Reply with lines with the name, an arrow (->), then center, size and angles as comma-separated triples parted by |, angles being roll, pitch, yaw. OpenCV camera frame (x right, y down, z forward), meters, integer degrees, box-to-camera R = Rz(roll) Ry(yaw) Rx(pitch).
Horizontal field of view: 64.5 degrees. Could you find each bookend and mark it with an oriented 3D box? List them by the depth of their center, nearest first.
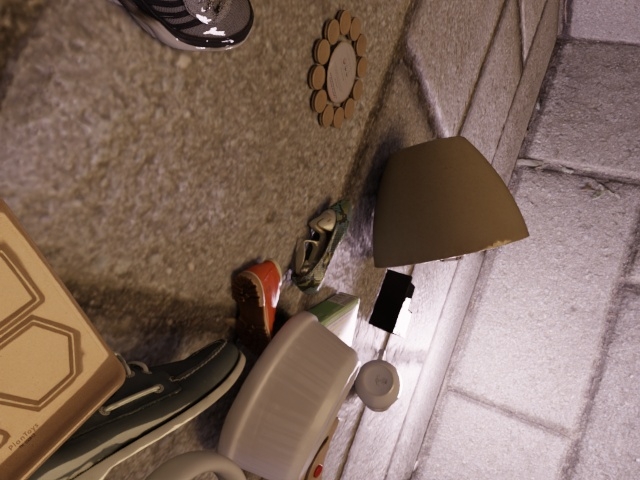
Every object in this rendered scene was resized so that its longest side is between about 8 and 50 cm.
bookend -> 0.209, 0.177, 1.397 | 0.156, 0.072, 0.157 | 37, 72, -64

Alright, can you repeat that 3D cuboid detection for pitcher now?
pitcher -> 0.160, 0.372, 1.393 | 0.207, 0.126, 0.177 | 72, 21, -66

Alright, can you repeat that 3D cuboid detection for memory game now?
memory game -> 0.032, -0.275, 0.832 | 0.186, 0.012, 0.186 | -43, 142, -46

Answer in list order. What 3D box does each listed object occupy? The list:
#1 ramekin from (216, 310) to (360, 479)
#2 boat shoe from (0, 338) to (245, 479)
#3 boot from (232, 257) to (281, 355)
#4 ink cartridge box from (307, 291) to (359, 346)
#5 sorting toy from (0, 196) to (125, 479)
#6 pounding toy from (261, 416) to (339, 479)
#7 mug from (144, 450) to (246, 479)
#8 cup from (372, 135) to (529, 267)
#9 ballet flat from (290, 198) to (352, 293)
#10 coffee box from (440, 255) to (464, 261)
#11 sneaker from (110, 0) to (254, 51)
ramekin -> -0.038, 0.261, 0.826 | 0.272, 0.127, 0.272 | -58, 166, -24
boat shoe -> -0.203, 0.164, 0.523 | 0.319, 0.116, 0.099 | -27, 91, -51
boot -> -0.087, 0.104, 0.785 | 0.084, 0.059, 0.157 | -44, 141, -53
ink cartridge box -> 0.006, 0.240, 1.057 | 0.171, 0.056, 0.234 | -22, 123, -58
sorting toy -> -0.273, 0.093, 0.375 | 0.193, 0.038, 0.208 | -49, 124, -41
pounding toy -> -0.018, 0.494, 1.049 | 0.154, 0.155, 0.269 | 29, 81, -61
mug -> -0.182, 0.433, 0.571 | 0.328, 0.276, 0.373 | 43, 58, -54
cup -> 0.255, -0.089, 1.102 | 0.331, 0.331, 0.236 | -14, 91, -61
ballet flat -> 0.000, 0.000, 0.891 | 0.188, 0.070, 0.070 | -69, 154, -15
coffee box -> 0.325, -0.007, 1.434 | 0.246, 0.141, 0.098 | 1, 105, -64
sneaker -> -0.104, -0.227, 0.428 | 0.269, 0.153, 0.101 | 7, 100, -64
